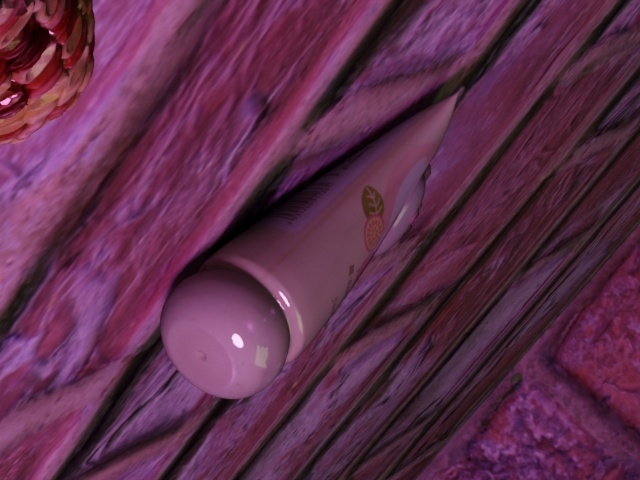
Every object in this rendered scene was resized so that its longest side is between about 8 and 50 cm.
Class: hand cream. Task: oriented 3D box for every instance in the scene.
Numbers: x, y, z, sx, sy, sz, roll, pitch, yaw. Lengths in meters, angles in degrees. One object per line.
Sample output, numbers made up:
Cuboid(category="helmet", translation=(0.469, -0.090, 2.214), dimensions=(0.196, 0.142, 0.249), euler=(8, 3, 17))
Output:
Cuboid(category="hand cream", translation=(0.000, 0.000, 1.396), dimensions=(0.306, 0.093, 0.147), euler=(-45, 170, -42))

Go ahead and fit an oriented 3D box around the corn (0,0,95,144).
Cuboid(category="corn", translation=(-0.142, -0.106, 0.623), dimensions=(0.098, 0.098, 0.290), euler=(-43, 165, -6))
